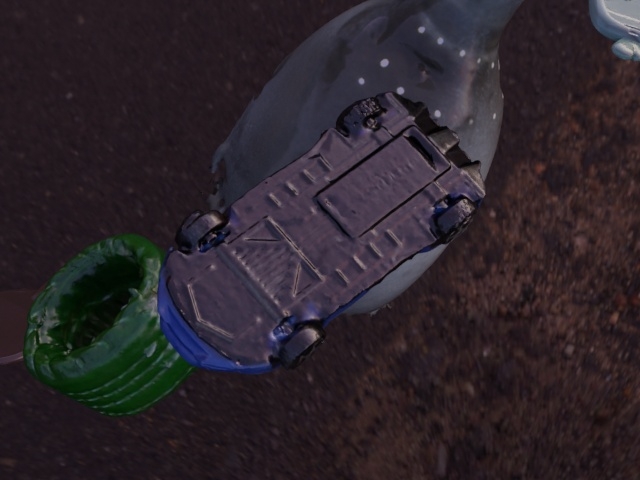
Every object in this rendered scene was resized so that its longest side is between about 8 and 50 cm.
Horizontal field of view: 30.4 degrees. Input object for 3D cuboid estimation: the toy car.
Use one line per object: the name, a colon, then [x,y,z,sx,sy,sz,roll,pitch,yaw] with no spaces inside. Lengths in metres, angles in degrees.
toy car: [0.000,0.000,0.685,0.216,0.063,0.103,-37,78,-21]

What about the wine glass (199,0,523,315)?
wine glass: [0.061,-0.104,0.835,0.190,0.357,0.190,21,42,-20]

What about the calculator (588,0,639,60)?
calculator: [0.354,-0.266,1.359,0.095,0.021,0.153,15,53,-11]

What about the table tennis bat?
table tennis bat: [-0.315,0.036,1.220,0.107,0.119,0.170,22,46,26]

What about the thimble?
thimble: [-0.143,0.062,0.855,0.130,0.090,0.118,-13,52,31]
